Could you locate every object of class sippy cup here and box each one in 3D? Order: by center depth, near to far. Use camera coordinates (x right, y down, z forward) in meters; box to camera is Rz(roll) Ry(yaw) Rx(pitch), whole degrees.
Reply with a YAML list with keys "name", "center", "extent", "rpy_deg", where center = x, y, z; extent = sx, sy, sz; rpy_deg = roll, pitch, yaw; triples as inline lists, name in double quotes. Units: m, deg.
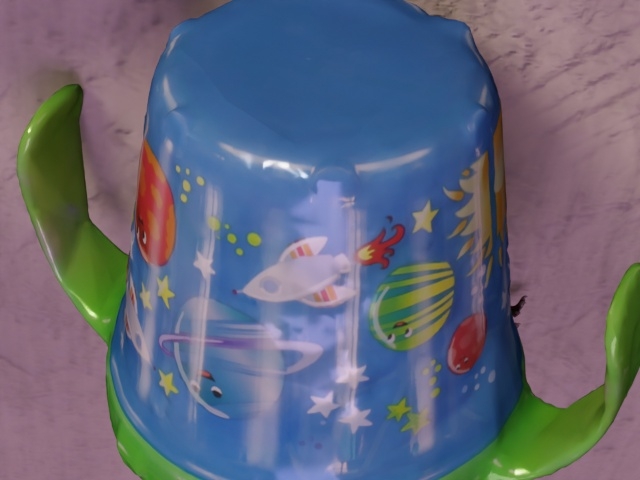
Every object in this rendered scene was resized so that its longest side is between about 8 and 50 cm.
- name: "sippy cup"
  center: [0.000, 0.000, 0.815]
  extent: [0.306, 0.240, 0.224]
  rpy_deg: [-5, 131, -8]

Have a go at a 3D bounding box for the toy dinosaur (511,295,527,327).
- name: "toy dinosaur"
  center: [0.087, 0.035, 0.991]
  extent: [0.082, 0.047, 0.090]
  rpy_deg: [27, 148, -3]
